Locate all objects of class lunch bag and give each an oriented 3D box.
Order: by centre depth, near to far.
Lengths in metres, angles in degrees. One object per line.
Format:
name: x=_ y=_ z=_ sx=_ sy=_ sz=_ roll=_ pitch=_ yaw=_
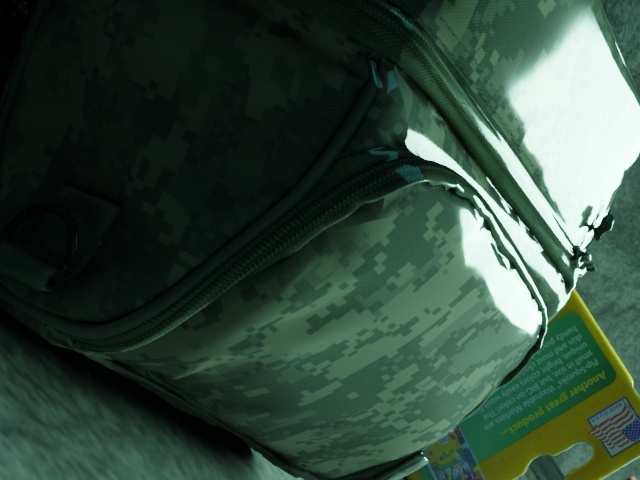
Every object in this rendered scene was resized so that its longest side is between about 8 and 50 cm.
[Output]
lunch bag: x=0.000 y=-0.027 z=0.602 sx=0.213 sy=0.256 sz=0.305 roll=28 pitch=-8 yaw=30

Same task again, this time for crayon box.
crayon box: x=0.118 y=0.078 z=1.087 sx=0.323 sy=0.203 sz=0.083 roll=58 pitch=7 yaw=6

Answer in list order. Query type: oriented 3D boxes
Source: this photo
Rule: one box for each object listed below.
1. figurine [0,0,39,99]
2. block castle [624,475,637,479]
figurine: x=-0.188 y=-0.159 z=0.599 sx=0.215 sy=0.092 sz=0.209 roll=62 pitch=1 yaw=41
block castle: x=0.414 y=0.482 z=1.268 sx=0.453 sy=0.213 sz=0.303 roll=56 pitch=7 yaw=-13
